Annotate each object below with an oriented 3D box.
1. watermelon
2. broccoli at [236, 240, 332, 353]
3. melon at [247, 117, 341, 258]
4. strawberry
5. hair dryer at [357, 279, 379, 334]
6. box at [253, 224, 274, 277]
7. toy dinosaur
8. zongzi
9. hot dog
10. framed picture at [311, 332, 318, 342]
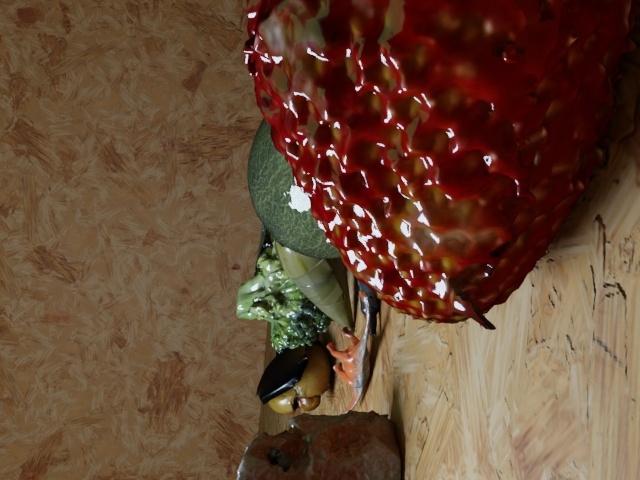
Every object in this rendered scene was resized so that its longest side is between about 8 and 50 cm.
[{"bbox_3d":[-0.022,0.388,0.878,0.151,0.264,0.301,-150,68,-79],"label":"watermelon"},{"bbox_3d":[-0.082,0.096,1.396,0.288,0.246,0.247,-45,-55,-78],"label":"broccoli"},{"bbox_3d":[0.023,-0.099,0.878,0.301,0.238,0.237,129,145,-65],"label":"melon"},{"bbox_3d":[0.090,-0.089,0.476,0.292,0.292,0.343,-144,41,-80],"label":"strawberry"},{"bbox_3d":[0.075,0.068,1.113,0.173,0.050,0.194,115,154,-74],"label":"hair dryer"},{"bbox_3d":[-0.089,-0.109,1.845,0.373,0.138,0.420,118,159,-69],"label":"box"},{"bbox_3d":[0.055,0.188,1.080,0.101,0.055,0.279,41,144,49],"label":"toy dinosaur"},{"bbox_3d":[-0.004,0.033,1.262,0.256,0.115,0.228,56,-169,-33],"label":"zongzi"},{"bbox_3d":[-0.033,0.296,1.461,0.194,0.107,0.326,-37,8,24],"label":"hot dog"},{"bbox_3d":[-0.032,0.217,1.778,0.247,0.022,0.334,122,151,-73],"label":"framed picture"}]
